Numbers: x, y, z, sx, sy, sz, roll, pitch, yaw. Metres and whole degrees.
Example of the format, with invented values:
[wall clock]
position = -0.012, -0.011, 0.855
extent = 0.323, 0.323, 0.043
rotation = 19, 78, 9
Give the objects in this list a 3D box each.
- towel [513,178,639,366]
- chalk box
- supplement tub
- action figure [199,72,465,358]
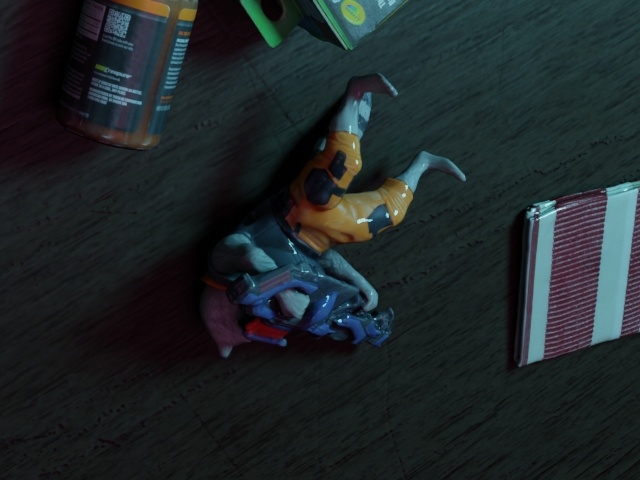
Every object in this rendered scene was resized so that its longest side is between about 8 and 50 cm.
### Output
[towel]
position = 0.405, 0.029, 1.587
extent = 0.329, 0.037, 0.237
rotation = -14, 119, -23
[chalk box]
position = 0.009, -0.284, 1.162
extent = 0.213, 0.132, 0.132
rotation = -41, 126, -7
[supplement tub]
position = -0.177, -0.192, 1.110
extent = 0.106, 0.106, 0.198
rotation = 10, 106, -33
[action figure]
position = 0.000, 0.000, 1.302
extent = 0.330, 0.178, 0.341
rotation = -45, 153, 2
